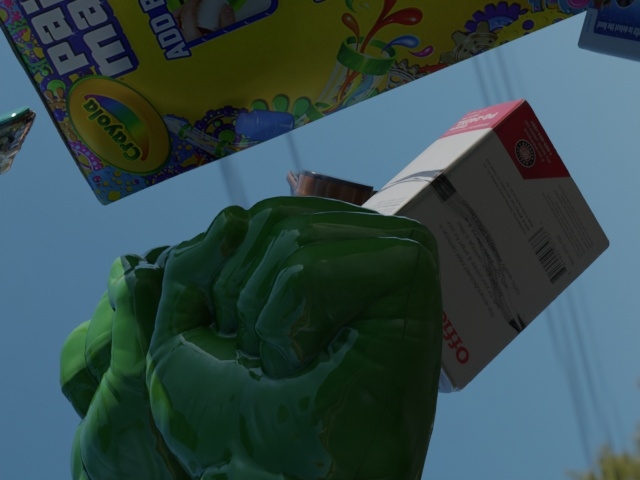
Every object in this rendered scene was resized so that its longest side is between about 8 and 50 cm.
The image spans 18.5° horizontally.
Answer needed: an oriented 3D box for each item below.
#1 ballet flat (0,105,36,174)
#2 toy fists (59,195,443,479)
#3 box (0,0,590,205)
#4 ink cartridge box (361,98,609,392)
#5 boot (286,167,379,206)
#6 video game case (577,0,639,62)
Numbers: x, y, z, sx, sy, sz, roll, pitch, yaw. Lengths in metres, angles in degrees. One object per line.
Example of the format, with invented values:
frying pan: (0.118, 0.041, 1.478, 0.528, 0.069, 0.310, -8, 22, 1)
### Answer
ballet flat: (-0.209, -0.057, 1.208, 0.041, 0.114, 0.041, 8, -100, -48)
toy fists: (-0.038, 0.059, 0.810, 0.096, 0.279, 0.142, 20, -107, -20)
box: (-0.023, -0.206, 0.941, 0.290, 0.279, 0.177, -107, -7, -54)
ink cartridge box: (0.084, 0.004, 1.158, 0.150, 0.063, 0.109, -40, -72, -29)
boot: (0.000, 0.000, 1.600, 0.219, 0.082, 0.106, 5, -81, -87)
video game case: (0.114, -0.112, 0.584, 0.087, 0.011, 0.122, -147, 71, -70)
